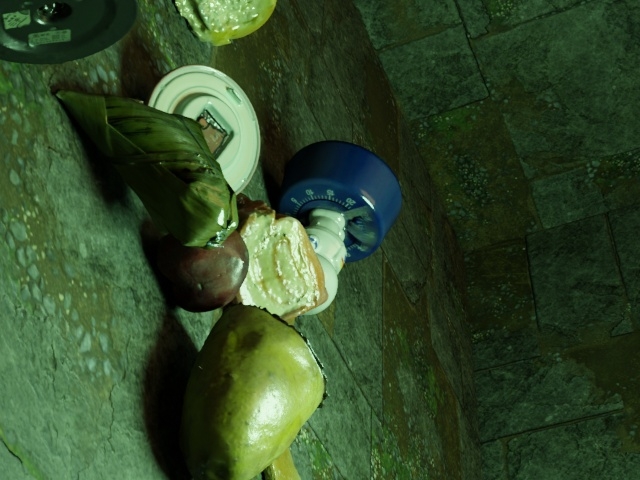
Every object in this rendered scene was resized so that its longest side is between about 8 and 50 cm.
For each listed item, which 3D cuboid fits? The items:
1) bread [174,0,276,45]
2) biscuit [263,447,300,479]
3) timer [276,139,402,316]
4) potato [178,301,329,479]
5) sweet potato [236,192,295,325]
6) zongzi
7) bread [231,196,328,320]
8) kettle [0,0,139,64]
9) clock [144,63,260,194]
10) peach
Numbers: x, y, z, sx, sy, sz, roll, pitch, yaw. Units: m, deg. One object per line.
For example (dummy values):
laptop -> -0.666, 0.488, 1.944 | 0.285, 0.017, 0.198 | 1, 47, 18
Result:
bread -> -0.201, -0.577, 2.274 | 0.270, 0.211, 0.315 | -91, 160, -45
biscuit -> -0.089, 0.355, 2.038 | 0.153, 0.030, 0.234 | 2, 72, -74
timer -> 0.000, 0.000, 2.376 | 0.270, 0.270, 0.383 | 63, 34, -32
potato -> -0.128, 0.259, 1.737 | 0.266, 0.229, 0.229 | -52, 125, -53
sweet potato -> -0.112, 0.042, 2.176 | 0.114, 0.092, 0.341 | -40, 115, -45
zongzi -> -0.259, -0.109, 1.701 | 0.274, 0.125, 0.251 | 21, 32, -51
bread -> -0.095, 0.040, 2.063 | 0.244, 0.190, 0.123 | 68, -15, -15
kettle -> -0.389, -0.417, 1.551 | 0.321, 0.228, 0.324 | 105, -30, -70
clock -> -0.203, -0.183, 1.946 | 0.244, 0.056, 0.244 | 2, 86, -40
peach -> -0.186, 0.039, 1.833 | 0.152, 0.152, 0.152 | -17, 90, -74
